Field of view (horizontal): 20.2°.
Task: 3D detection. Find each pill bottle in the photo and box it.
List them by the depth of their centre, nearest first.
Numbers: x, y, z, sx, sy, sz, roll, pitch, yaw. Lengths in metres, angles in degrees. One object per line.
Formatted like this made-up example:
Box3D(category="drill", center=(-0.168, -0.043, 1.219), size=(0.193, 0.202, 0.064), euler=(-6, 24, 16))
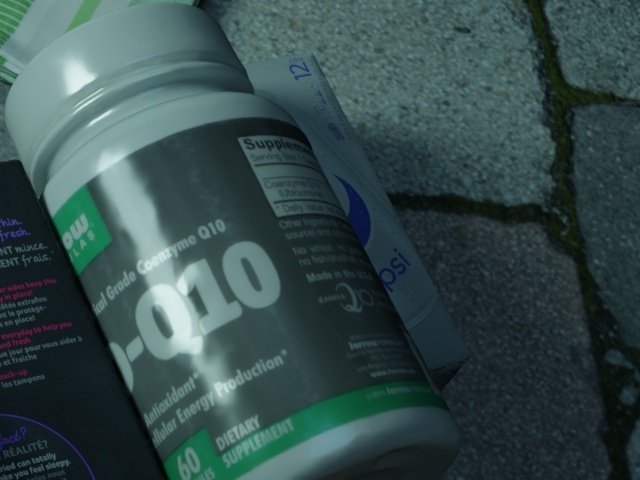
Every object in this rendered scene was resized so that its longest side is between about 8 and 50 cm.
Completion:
Box3D(category="pill bottle", center=(-0.071, 0.030, 1.220), size=(0.204, 0.204, 0.361), euler=(-15, 64, -28))

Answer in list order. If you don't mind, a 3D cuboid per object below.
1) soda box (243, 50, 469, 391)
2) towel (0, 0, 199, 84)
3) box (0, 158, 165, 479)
Box3D(category="soda box", center=(0.000, 0.000, 1.372), size=(0.091, 0.098, 0.286), euler=(-14, 66, -28))
Box3D(category="towel", center=(-0.258, -0.239, 1.461), size=(0.324, 0.038, 0.248), euler=(24, 53, -5))
Box3D(category="box", center=(-0.233, 0.104, 1.146), size=(0.165, 0.143, 0.270), euler=(-10, 62, -35))
